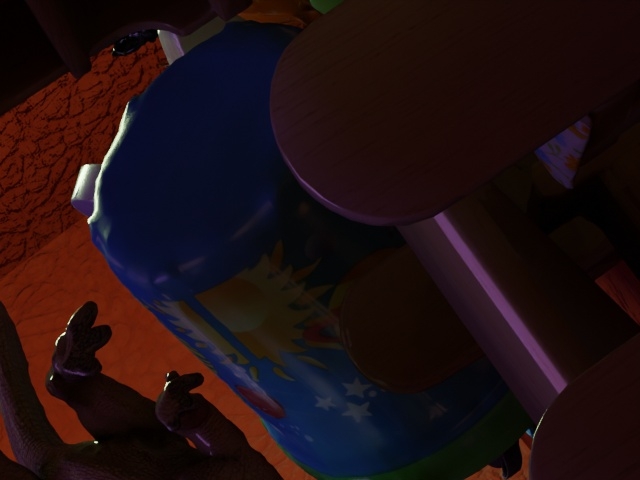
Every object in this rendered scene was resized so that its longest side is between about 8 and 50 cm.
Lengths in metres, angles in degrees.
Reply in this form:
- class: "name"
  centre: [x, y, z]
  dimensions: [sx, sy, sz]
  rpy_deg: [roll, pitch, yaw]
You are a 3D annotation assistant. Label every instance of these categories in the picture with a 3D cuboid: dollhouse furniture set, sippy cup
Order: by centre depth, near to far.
- class: "dollhouse furniture set"
  centre: [0.005, -0.006, 0.653]
  dimensions: [0.394, 0.256, 0.362]
  rpy_deg: [55, 176, 13]
- class: "sippy cup"
  centre: [0.000, 0.000, 0.946]
  dimensions: [0.224, 0.240, 0.305]
  rpy_deg: [37, -162, -40]

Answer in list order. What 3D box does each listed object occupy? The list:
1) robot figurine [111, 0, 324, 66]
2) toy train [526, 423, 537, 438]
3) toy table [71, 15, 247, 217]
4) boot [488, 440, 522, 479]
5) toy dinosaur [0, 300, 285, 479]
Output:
- class: "robot figurine"
  centre: [-0.145, -0.199, 1.296]
  dimensions: [0.211, 0.291, 0.085]
  rpy_deg: [55, -140, -53]
- class: "toy train"
  centre: [0.234, 0.168, 1.509]
  dimensions: [0.184, 0.080, 0.105]
  rpy_deg: [55, 170, 36]
- class: "toy table"
  centre: [-0.029, -0.055, 1.191]
  dimensions: [0.252, 0.160, 0.274]
  rpy_deg: [9, 167, 43]
- class: "boot"
  centre: [0.109, 0.079, 1.491]
  dimensions: [0.263, 0.091, 0.229]
  rpy_deg: [55, 159, 17]
- class: "toy dinosaur"
  centre: [-0.069, 0.141, 0.800]
  dimensions: [0.296, 0.127, 0.200]
  rpy_deg: [27, 166, 36]
